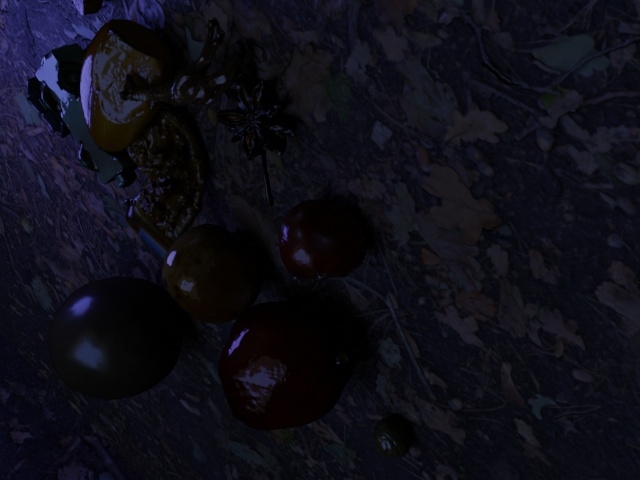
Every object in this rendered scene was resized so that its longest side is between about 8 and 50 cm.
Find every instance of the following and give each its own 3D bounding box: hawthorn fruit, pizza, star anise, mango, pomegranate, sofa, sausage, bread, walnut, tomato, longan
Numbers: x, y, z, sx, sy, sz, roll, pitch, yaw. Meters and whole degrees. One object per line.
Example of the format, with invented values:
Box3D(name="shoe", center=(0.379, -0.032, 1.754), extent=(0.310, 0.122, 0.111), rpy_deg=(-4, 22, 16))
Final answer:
Box3D(name="hawthorn fruit", center=(-0.054, 0.244, 1.862), extent=(0.307, 0.265, 0.265), rpy_deg=(-20, 105, 41))
Box3D(name="pizza", center=(-0.318, -0.131, 1.905), extent=(0.085, 0.161, 0.305), rpy_deg=(-112, 18, -56))
Box3D(name="star anise", center=(-0.123, -0.198, 1.675), extent=(0.177, 0.073, 0.234), rpy_deg=(37, 127, 22))
Box3D(name="mango", center=(-0.394, -0.296, 1.807), extent=(0.187, 0.138, 0.257), rpy_deg=(39, 121, 4))
Box3D(name="pomegranate", center=(-0.222, 0.067, 1.943), extent=(0.215, 0.215, 0.215), rpy_deg=(31, 141, 29))
Box3D(name="sofa", center=(-0.636, -0.321, 2.157), extent=(0.147, 0.060, 0.085), rpy_deg=(50, 149, 9))
Box3D(name="sausage", center=(-0.345, 0.021, 2.155), extent=(0.371, 0.082, 0.082), rpy_deg=(41, 145, 18))
Box3D(name="bread", center=(-0.468, -0.498, 1.842), extent=(0.085, 0.053, 0.085), rpy_deg=(39, 142, 40))
Box3D(name="walnut", center=(0.149, 0.415, 1.923), extent=(0.092, 0.092, 0.092), rpy_deg=(31, 141, 29))
Box3D(name="tomato", center=(0.000, 0.000, 1.661), extent=(0.167, 0.167, 0.167), rpy_deg=(31, 141, 29))
Box3D(name="longan", center=(-0.526, 0.248, 2.380), extent=(0.361, 0.361, 0.361), rpy_deg=(31, 141, 29))

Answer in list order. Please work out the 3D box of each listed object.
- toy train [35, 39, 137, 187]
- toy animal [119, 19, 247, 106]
Box3D(name="toy train", center=(-0.474, -0.270, 1.970), extent=(0.129, 0.159, 0.326), rpy_deg=(-26, 96, 54))
Box3D(name="toy animal", center=(-0.246, -0.293, 1.652), extent=(0.275, 0.054, 0.149), rpy_deg=(-30, 75, 24))
